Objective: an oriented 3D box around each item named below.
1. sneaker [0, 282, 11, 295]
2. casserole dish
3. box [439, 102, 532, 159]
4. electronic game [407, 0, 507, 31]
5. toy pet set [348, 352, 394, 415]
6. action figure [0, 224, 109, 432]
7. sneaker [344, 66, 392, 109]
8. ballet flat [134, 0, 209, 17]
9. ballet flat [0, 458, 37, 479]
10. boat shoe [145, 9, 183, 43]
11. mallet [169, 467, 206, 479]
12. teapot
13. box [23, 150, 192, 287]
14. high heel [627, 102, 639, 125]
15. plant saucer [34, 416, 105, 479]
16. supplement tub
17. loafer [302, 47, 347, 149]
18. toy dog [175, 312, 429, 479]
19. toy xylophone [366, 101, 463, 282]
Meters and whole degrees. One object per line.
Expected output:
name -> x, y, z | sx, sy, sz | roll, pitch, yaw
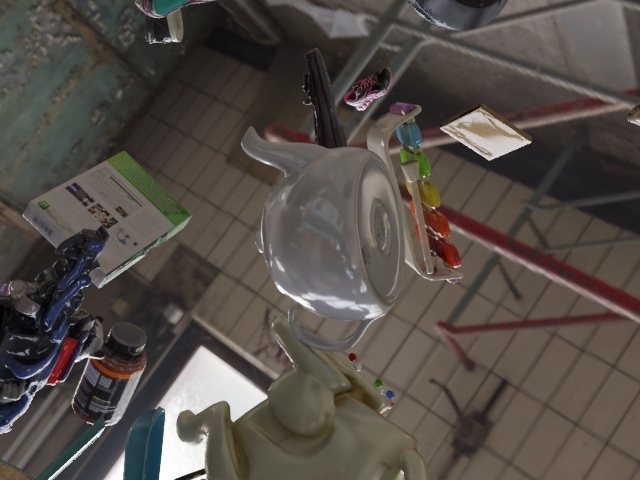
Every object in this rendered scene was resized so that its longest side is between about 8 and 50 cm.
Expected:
sneaker -> -0.559, 0.168, 1.536 | 0.105, 0.095, 0.236 | -9, -117, -44
casserole dish -> -0.261, 0.332, 1.229 | 0.037, 0.188, 0.114 | 7, -170, 3
box -> 0.458, -0.299, 2.326 | 0.201, 0.021, 0.164 | 28, 152, -26
electronic game -> 0.139, -0.333, 0.866 | 0.048, 0.229, 0.229 | 5, 152, 47
toy pet set -> 0.090, 0.278, 1.506 | 0.065, 0.114, 0.122 | 4, -150, -44
action figure -> -0.423, 0.070, 1.116 | 0.330, 0.341, 0.178 | 29, -164, -35
sneaker -> 0.093, -0.307, 1.683 | 0.057, 0.119, 0.047 | 12, -128, -37
ballet flat -> -0.240, -0.464, 1.521 | 0.079, 0.221, 0.077 | 34, 142, 35
ballet flat -> -0.352, 0.375, 1.028 | 0.316, 0.108, 0.106 | 51, -167, -32
boat shoe -> -0.336, -0.516, 1.694 | 0.079, 0.233, 0.084 | -2, -163, 13
mallet -> -0.229, 0.456, 1.695 | 0.190, 0.062, 0.039 | -5, -163, -36
teapot -> 0.000, 0.000, 1.154 | 0.187, 0.256, 0.252 | -7, 157, 22
box -> -0.471, -0.056, 1.897 | 0.232, 0.322, 0.058 | 44, 129, 3
high heel -> 0.595, -0.245, 1.282 | 0.261, 0.186, 0.093 | -10, 125, 17
plant saucer -> -0.404, 0.347, 1.282 | 0.018, 0.192, 0.067 | 45, 141, 4
supplement tub -> -0.396, 0.251, 1.601 | 0.106, 0.198, 0.106 | 23, -155, -12
loafer -> -0.006, -0.349, 2.204 | 0.109, 0.095, 0.302 | -43, -62, -81
toy dog -> -0.056, 0.390, 1.329 | 0.395, 0.408, 0.284 | 43, -179, 22
toy xylophone -> 0.162, -0.065, 1.400 | 0.236, 0.081, 0.322 | -123, 16, -66
